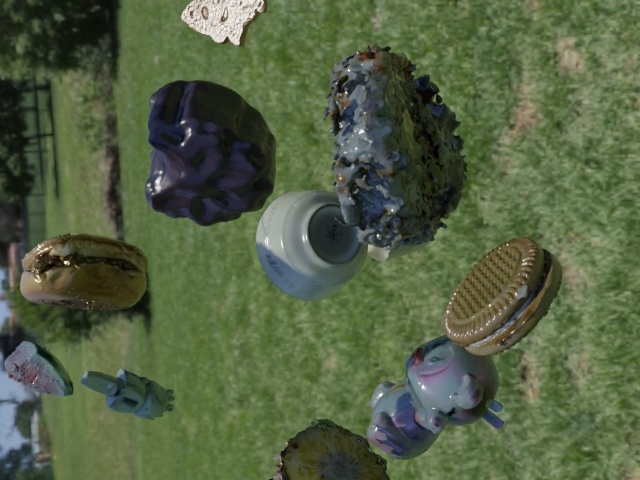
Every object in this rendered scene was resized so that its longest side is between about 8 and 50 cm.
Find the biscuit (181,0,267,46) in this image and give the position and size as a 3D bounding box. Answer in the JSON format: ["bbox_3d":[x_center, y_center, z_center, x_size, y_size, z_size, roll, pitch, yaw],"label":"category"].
[{"bbox_3d":[-0.214,-0.510,1.843,0.250,0.035,0.162,4,95,34],"label":"biscuit"}]

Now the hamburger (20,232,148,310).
[{"bbox_3d":[-0.605,0.089,2.128,0.284,0.304,0.174,-18,66,54],"label":"hamburger"}]

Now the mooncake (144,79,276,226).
[{"bbox_3d":[-0.288,-0.207,2.115,0.381,0.351,0.212,92,-179,-48],"label":"mooncake"}]

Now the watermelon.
[{"bbox_3d":[-0.627,0.287,1.853,0.094,0.180,0.081,-64,-17,-12],"label":"watermelon"}]

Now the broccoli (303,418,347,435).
[{"bbox_3d":[0.029,0.554,1.947,0.254,0.186,0.302,39,160,42],"label":"broccoli"}]

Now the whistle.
[{"bbox_3d":[-0.457,0.364,1.986,0.110,0.244,0.092,-53,30,17],"label":"whistle"}]

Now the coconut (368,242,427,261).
[{"bbox_3d":[0.175,-0.062,1.949,0.202,0.222,0.202,40,140,44],"label":"coconut"}]

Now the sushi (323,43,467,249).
[{"bbox_3d":[0.142,-0.179,1.604,0.417,0.176,0.417,27,-122,-55],"label":"sushi"}]

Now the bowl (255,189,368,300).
[{"bbox_3d":[0.000,0.000,1.675,0.126,0.238,0.237,-20,73,60],"label":"bowl"}]

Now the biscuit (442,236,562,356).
[{"bbox_3d":[0.332,0.104,1.531,0.259,0.079,0.259,-47,13,14],"label":"biscuit"}]

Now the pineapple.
[{"bbox_3d":[-0.021,0.549,1.685,0.271,0.262,0.262,-59,33,37],"label":"pineapple"}]

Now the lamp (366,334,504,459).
[{"bbox_3d":[0.262,0.348,1.789,0.301,0.247,0.247,-49,8,26],"label":"lamp"}]
